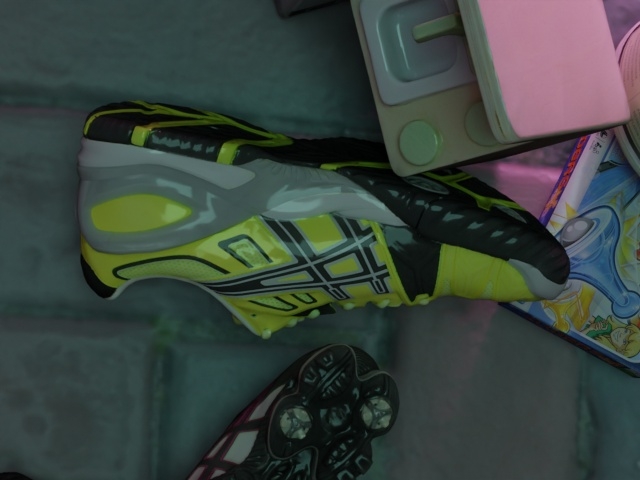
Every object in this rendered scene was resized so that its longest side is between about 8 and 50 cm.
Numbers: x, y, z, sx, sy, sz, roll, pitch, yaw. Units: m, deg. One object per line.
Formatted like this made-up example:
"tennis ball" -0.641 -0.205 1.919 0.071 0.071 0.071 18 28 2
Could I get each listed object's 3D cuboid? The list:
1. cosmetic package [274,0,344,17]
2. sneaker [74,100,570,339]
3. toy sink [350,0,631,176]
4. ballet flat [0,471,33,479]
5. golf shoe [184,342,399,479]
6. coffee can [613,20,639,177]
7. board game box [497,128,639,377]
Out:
"cosmetic package" 0.015 -0.389 1.078 0.217 0.156 0.385 -22 91 -12
"sneaker" 0.000 0.000 1.082 0.384 0.145 0.147 13 105 -6
"toy sink" 0.115 -0.136 1.039 0.131 0.234 0.153 -15 90 32
"ballet flat" -0.188 0.241 1.061 0.173 0.049 0.057 40 82 -6
"golf shoe" -0.052 0.191 1.059 0.273 0.120 0.105 -45 101 -6
"coffee can" 0.367 -0.147 1.045 0.201 0.275 0.202 6 70 -17
"board game box" 0.251 -0.005 1.162 0.136 0.035 0.201 28 82 -8
